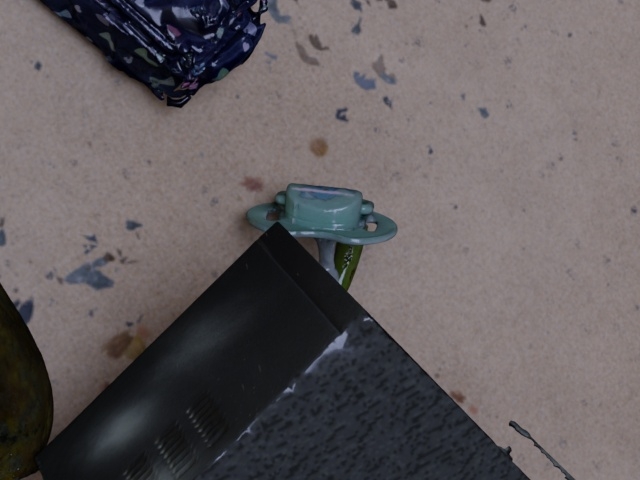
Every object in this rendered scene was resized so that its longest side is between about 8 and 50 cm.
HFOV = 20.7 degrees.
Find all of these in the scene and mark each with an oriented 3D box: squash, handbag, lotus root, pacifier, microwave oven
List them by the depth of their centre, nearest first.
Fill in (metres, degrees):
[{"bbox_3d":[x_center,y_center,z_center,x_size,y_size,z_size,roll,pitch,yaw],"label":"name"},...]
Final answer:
[{"bbox_3d":[0.016,0.263,1.536,0.374,0.236,0.432,-45,117,1],"label":"microwave oven"},{"bbox_3d":[-0.340,0.100,1.553,0.160,0.152,0.274,-31,93,-9],"label":"lotus root"},{"bbox_3d":[-0.172,-0.261,1.699,0.260,0.113,0.162,43,62,-4],"label":"handbag"},{"bbox_3d":[0.000,0.000,1.750,0.150,0.127,0.116,3,111,-3],"label":"pacifier"},{"bbox_3d":[0.025,0.021,1.790,0.027,0.027,0.083,20,77,-19],"label":"squash"}]
